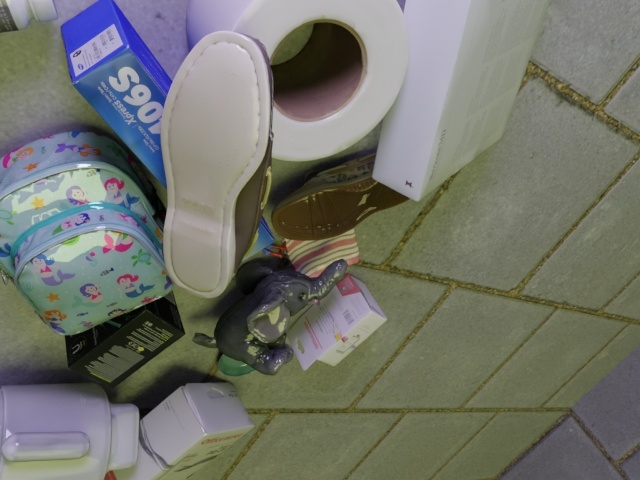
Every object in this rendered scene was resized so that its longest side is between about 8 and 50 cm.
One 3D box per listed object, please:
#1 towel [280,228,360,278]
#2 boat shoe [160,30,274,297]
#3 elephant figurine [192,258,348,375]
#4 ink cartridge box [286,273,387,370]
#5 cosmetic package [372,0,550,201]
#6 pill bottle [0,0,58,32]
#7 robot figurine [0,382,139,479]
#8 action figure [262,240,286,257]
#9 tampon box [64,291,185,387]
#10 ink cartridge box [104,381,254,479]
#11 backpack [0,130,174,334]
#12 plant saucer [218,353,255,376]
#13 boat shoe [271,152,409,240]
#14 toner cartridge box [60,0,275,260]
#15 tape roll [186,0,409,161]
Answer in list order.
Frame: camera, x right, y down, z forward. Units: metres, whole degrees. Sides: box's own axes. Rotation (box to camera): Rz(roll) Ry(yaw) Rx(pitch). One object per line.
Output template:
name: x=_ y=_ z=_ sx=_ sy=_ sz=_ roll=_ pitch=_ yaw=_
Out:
towel: x=0.000 y=0.000 z=1.071 sx=0.144 sy=0.029 sz=0.197 roll=-25 pitch=137 yaw=-9
boat shoe: x=-0.109 y=-0.082 z=0.640 sx=0.116 sy=0.097 sz=0.324 roll=20 pitch=125 yaw=9
elephant figurine: x=-0.091 y=0.116 z=1.049 sx=0.186 sy=0.169 sz=0.239 roll=-27 pitch=147 yaw=-57
ink cartridge box: x=0.030 y=0.182 z=1.193 sx=0.198 sy=0.115 sz=0.067 roll=-43 pitch=136 yaw=14
cosmetic package: x=0.217 y=-0.278 z=0.805 sx=0.284 sy=0.097 sz=0.377 roll=-37 pitch=147 yaw=-40
pill bottle: x=-0.358 y=-0.258 z=0.591 sx=0.137 sy=0.078 sz=0.078 roll=-15 pitch=135 yaw=-17
robot figurine: x=-0.507 y=0.354 z=0.985 sx=0.353 sy=0.200 sz=0.300 roll=8 pitch=158 yaw=-36
action figure: x=-0.120 y=0.005 z=1.000 sx=0.115 sy=0.030 sz=0.038 roll=10 pitch=140 yaw=-24
tampon box: x=-0.332 y=0.144 z=0.946 sx=0.161 sy=0.120 sz=0.101 roll=-36 pitch=137 yaw=5
ink cartridge box: x=-0.312 y=0.433 z=1.190 sx=0.283 sy=0.117 sz=0.207 roll=-40 pitch=156 yaw=9
backpack: x=-0.327 y=-0.011 z=0.770 sx=0.225 sy=0.191 sz=0.253 roll=-23 pitch=132 yaw=-8
plant saucer: x=-0.165 y=0.247 z=1.211 sx=0.119 sy=0.021 sz=0.119 roll=-16 pitch=135 yaw=-17
boat shoe: x=0.045 y=-0.084 z=0.976 sx=0.285 sy=0.089 sz=0.104 roll=-19 pitch=130 yaw=-11
toner cartridge box: x=-0.189 y=-0.129 z=0.744 sx=0.075 sy=0.165 sz=0.348 roll=-31 pitch=137 yaw=2
tape roll: x=-0.033 y=-0.247 z=0.719 sx=0.246 sy=0.169 sz=0.246 roll=-15 pitch=134 yaw=-16
